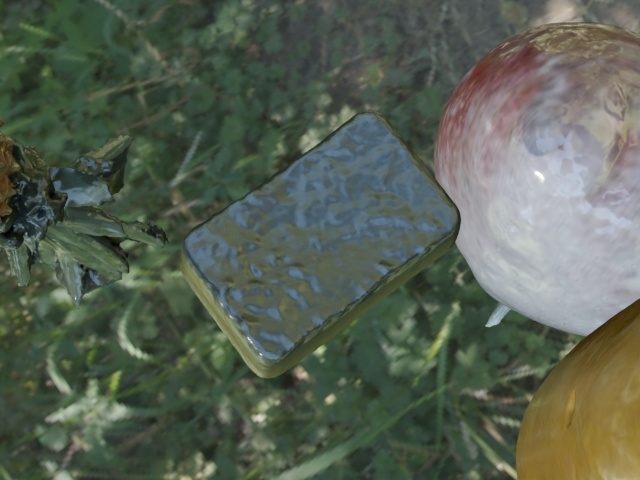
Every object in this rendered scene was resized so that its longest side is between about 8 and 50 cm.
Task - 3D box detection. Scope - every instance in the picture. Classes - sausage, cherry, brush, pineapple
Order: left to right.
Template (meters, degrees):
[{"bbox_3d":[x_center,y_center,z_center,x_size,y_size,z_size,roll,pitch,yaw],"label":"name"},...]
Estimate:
[{"bbox_3d":[-0.186,-0.031,0.719,0.119,0.277,0.130,38,92,14],"label":"pineapple"},{"bbox_3d":[0.000,0.000,0.933,0.123,0.197,0.059,52,169,11],"label":"brush"},{"bbox_3d":[0.263,-0.050,1.185,0.326,0.291,0.335,52,177,-10],"label":"cherry"},{"bbox_3d":[0.158,0.080,0.542,0.116,0.134,0.354,58,172,15],"label":"sausage"}]
